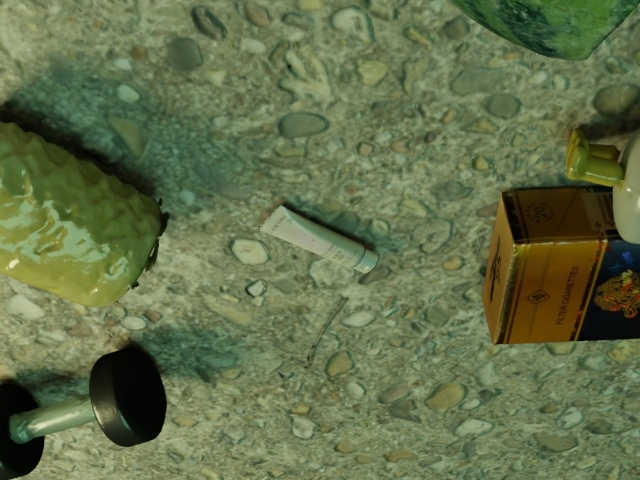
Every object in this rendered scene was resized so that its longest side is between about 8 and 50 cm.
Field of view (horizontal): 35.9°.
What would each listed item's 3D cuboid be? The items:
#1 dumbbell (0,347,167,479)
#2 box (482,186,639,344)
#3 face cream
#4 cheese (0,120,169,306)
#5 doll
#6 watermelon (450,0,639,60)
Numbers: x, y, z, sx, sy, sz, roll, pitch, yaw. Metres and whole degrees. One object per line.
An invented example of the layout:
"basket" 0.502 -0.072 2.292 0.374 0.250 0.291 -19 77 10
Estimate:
"dumbbell" -0.263 0.180 1.019 0.191 0.100 0.100 -19 136 16
"box" 0.275 0.024 0.893 0.237 0.070 0.152 -1 139 1
"face cream" 0.000 0.000 0.887 0.115 0.020 0.038 25 132 -24
"cheese" -0.224 -0.018 0.799 0.167 0.094 0.123 29 132 -31
"doll" 0.336 -0.028 0.767 0.293 0.138 0.119 19 116 7
"watermelon" 0.112 -0.208 0.529 0.176 0.256 0.260 -17 152 -31
